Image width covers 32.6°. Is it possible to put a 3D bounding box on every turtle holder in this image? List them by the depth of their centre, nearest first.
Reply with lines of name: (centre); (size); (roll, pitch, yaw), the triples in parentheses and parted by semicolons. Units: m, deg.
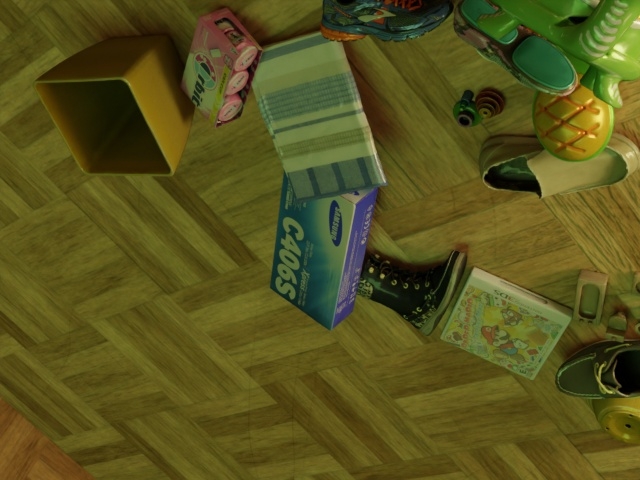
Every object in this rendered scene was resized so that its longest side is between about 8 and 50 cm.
turtle holder: (0.337, -0.327, 1.395); (0.243, 0.320, 0.227); (37, 107, 20)

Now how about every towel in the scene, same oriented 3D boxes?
towel: (-0.009, -0.210, 1.861); (0.209, 0.034, 0.285); (-10, 105, 39)

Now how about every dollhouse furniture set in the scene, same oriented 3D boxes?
dollhouse furniture set: (0.515, 0.138, 1.925); (0.151, 0.123, 0.144); (13, 138, 19)

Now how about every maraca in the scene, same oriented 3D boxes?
maraca: (0.380, -0.209, 1.657); (0.127, 0.099, 0.186); (1, 107, 28)

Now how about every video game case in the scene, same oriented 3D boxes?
video game case: (0.357, 0.165, 2.128); (0.206, 0.026, 0.227); (24, 141, 7)

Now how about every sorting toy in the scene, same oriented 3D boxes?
sorting toy: (0.248, -0.209, 1.773); (0.061, 0.042, 0.102); (43, 139, -16)

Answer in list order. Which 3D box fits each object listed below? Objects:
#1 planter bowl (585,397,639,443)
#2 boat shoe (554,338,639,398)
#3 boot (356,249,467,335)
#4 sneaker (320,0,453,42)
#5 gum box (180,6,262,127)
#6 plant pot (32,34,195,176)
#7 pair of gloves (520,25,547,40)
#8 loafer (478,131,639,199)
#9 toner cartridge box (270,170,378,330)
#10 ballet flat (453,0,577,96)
planter bowl: (0.600, 0.328, 2.108); (0.217, 0.090, 0.217); (17, 140, 14)
boat shoe: (0.556, 0.235, 2.003); (0.305, 0.091, 0.109); (-17, 87, 38)
boot: (0.170, 0.074, 2.096); (0.178, 0.085, 0.236); (27, 142, 6)
sneaker: (0.096, -0.356, 1.681); (0.221, 0.083, 0.087); (2, 121, 22)
gum box: (-0.171, -0.299, 1.881); (0.107, 0.062, 0.188); (50, 145, 18)
plant pot: (-0.343, -0.255, 1.965); (0.212, 0.187, 0.212); (3, 134, 29)
pair of gloves: (0.312, -0.330, 1.629); (0.074, 0.010, 0.083); (6, 135, 26)
loafer: (0.377, -0.114, 1.759); (0.268, 0.092, 0.102); (-1, 132, 32)
toner cartridge box: (0.000, 0.000, 2.072); (0.165, 0.075, 0.348); (32, 139, 22)
ballet flat: (0.287, -0.279, 1.631); (0.221, 0.077, 0.079); (40, 160, 17)
